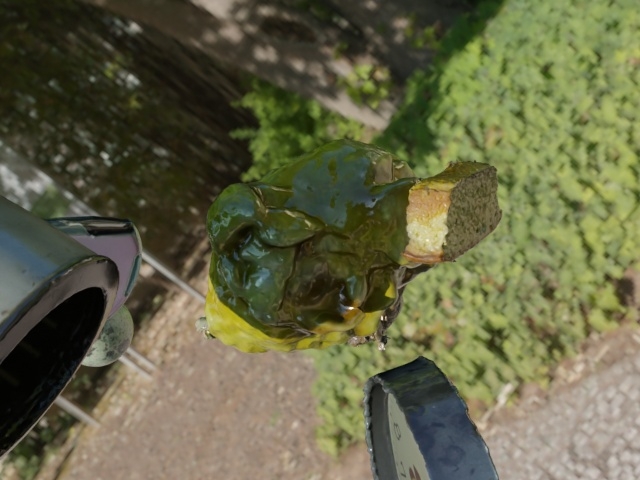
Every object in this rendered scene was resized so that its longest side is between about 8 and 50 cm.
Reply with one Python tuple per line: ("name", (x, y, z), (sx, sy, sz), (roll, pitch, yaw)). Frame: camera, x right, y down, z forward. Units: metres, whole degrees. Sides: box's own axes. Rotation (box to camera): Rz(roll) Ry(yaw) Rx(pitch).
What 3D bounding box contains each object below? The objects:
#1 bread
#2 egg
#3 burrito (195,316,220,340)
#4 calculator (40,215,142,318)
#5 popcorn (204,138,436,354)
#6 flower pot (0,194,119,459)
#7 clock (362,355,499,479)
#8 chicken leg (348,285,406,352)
("bread", (0.166, -0.037, 1.407), (0.065, 0.103, 0.187), (10, 21, 35))
("egg", (-0.402, 0.159, 2.012), (0.132, 0.132, 0.172), (-52, 1, -2))
("burrito", (-0.132, 0.153, 1.996), (0.188, 0.058, 0.045), (-7, 34, 22))
("calculator", (-0.367, 0.044, 1.508), (0.293, 0.051, 0.173), (-4, -57, -44))
("popcorn", (-0.008, -0.003, 1.566), (0.334, 0.292, 0.293), (-34, 33, -28))
("flower pot", (-0.424, 0.054, 1.153), (0.293, 0.330, 0.293), (-55, -7, -10))
("clock", (0.116, 0.272, 1.116), (0.061, 0.313, 0.312), (-14, 6, -10))
("chicken leg", (0.107, 0.088, 1.787), (0.196, 0.080, 0.125), (-58, 8, 3))
